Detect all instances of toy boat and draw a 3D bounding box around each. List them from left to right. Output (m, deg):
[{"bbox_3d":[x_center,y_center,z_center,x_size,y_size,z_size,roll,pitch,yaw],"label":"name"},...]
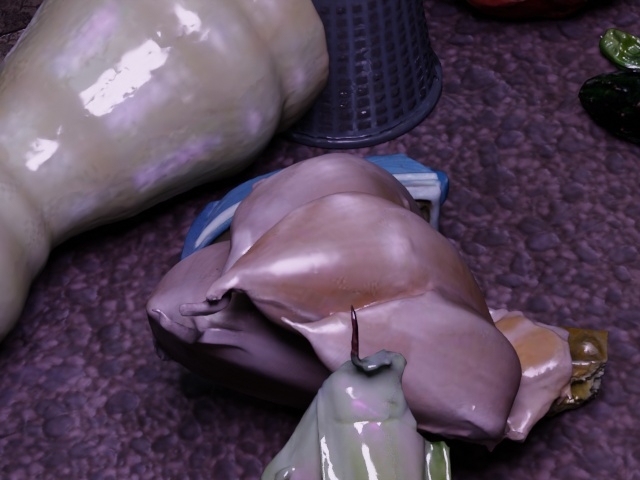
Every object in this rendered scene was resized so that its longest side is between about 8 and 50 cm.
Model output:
[{"bbox_3d":[0.000,0.000,1.190,0.215,0.088,0.102,-7,50,-4],"label":"toy boat"}]

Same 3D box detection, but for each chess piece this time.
[{"bbox_3d":[-0.215,-0.052,1.172,0.234,0.234,0.442,31,62,29],"label":"chess piece"}]

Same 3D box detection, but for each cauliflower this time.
[{"bbox_3d":[0.014,0.191,0.891,0.256,0.239,0.315,6,92,9],"label":"cauliflower"}]

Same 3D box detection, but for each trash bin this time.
[{"bbox_3d":[0.018,-0.194,1.323,0.175,0.161,0.175,-2,45,2],"label":"trash bin"}]

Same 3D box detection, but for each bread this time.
[{"bbox_3d":[0.148,0.091,1.113,0.110,0.060,0.066,4,78,8],"label":"bread"}]

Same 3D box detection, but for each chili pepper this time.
[{"bbox_3d":[0.281,-0.159,1.358,0.091,0.030,0.034,26,29,23],"label":"chili pepper"}]

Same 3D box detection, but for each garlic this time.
[{"bbox_3d":[0.009,0.059,1.024,0.292,0.210,0.237,27,21,-27],"label":"garlic"}]

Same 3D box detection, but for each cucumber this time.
[{"bbox_3d":[0.350,-0.087,1.254,0.303,0.081,0.072,18,80,19],"label":"cucumber"}]

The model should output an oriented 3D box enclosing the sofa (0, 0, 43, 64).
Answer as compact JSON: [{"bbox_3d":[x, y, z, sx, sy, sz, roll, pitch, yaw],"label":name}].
[{"bbox_3d":[-0.283,-0.201,1.326,0.258,0.200,0.182,-22,47,-17],"label":"sofa"}]

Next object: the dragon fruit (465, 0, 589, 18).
[{"bbox_3d":[0.172,-0.319,1.358,0.299,0.244,0.244,18,35,-35],"label":"dragon fruit"}]
